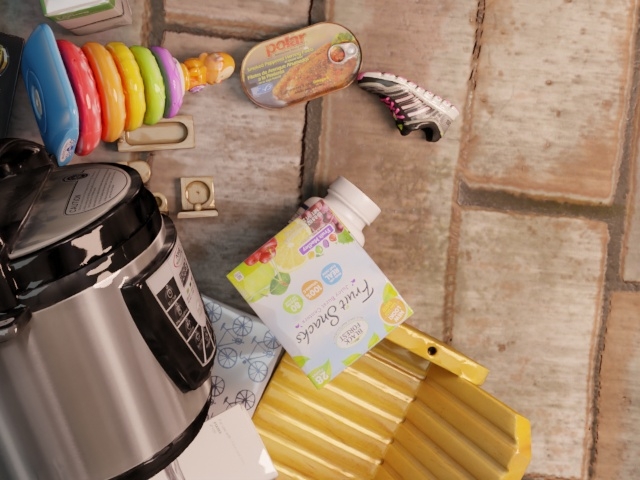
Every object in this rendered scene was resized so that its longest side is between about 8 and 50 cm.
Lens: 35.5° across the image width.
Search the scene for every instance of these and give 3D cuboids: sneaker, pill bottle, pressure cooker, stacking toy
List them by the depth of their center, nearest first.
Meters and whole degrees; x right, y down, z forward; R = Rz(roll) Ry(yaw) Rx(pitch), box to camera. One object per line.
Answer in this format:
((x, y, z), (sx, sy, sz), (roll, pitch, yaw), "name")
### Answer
((-0.353, 0.084, 1.250), (0.375, 0.370, 0.420), (-33, 119, -38), "pressure cooker")
((-0.260, -0.224, 1.438), (0.301, 0.175, 0.166), (-15, 76, -26), "stacking toy")
((0.000, 0.000, 1.496), (0.112, 0.112, 0.187), (41, 90, -7), "pill bottle")
((0.127, -0.200, 1.515), (0.170, 0.063, 0.075), (23, 90, -18), "sneaker")

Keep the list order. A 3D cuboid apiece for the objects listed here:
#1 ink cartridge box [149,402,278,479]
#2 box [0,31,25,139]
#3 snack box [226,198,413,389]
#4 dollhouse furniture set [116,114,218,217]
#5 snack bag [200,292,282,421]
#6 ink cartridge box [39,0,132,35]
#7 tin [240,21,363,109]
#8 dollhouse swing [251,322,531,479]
((-0.216, 0.355, 1.357), (0.283, 0.207, 0.117), (-25, 74, -24), "ink cartridge box")
((-0.586, -0.174, 1.387), (0.293, 0.073, 0.296), (11, 82, -21), "box")
((0.000, 0.075, 1.403), (0.174, 0.070, 0.207), (-40, 90, 0), "snack box")
((-0.227, -0.108, 1.459), (0.144, 0.123, 0.151), (-4, 94, -6), "dollhouse furniture set")
((-0.263, 0.211, 1.517), (0.342, 0.037, 0.323), (25, 91, -5), "snack bag")
((-0.336, -0.379, 1.381), (0.092, 0.219, 0.160), (-15, 94, -2), "ink cartridge box")
((-0.030, -0.264, 1.513), (0.189, 0.040, 0.106), (-19, 100, -5), "tin")
((0.075, 0.298, 1.431), (0.315, 0.305, 0.347), (27, 92, -7), "dollhouse swing")
